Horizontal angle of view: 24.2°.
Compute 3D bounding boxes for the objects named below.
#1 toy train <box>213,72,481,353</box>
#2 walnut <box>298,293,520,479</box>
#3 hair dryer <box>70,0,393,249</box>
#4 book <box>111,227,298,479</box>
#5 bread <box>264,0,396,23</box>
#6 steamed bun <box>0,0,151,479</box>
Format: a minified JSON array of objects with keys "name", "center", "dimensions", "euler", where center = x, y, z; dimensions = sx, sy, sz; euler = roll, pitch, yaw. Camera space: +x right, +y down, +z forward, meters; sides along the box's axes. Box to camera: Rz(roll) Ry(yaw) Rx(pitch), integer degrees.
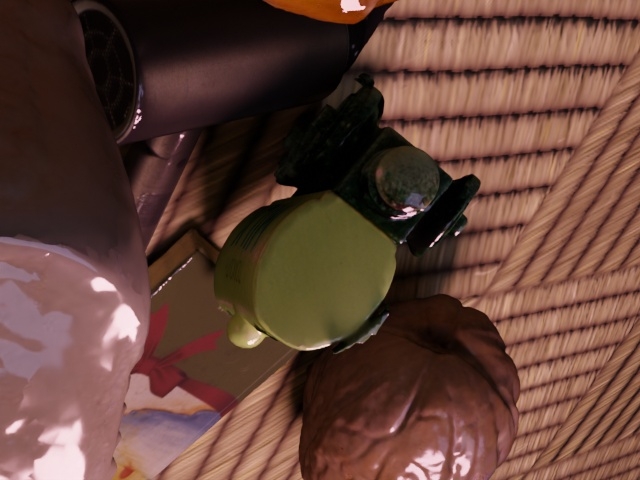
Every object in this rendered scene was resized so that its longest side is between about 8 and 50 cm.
[{"name":"toy train","center":[0.000,0.000,0.872],"dimensions":[0.157,0.105,0.253],"euler":[-52,-172,-6]},{"name":"walnut","center":[0.061,0.149,1.182],"dimensions":[0.178,0.178,0.230],"euler":[-20,154,-33]},{"name":"hair dryer","center":[-0.076,-0.052,0.863],"dimensions":[0.195,0.078,0.248],"euler":[-15,151,-40]},{"name":"book","center":[-0.151,0.127,1.035],"dimensions":[0.289,0.026,0.201],"euler":[-43,150,1]},{"name":"bread","center":[0.024,-0.229,0.653],"dimensions":[0.268,0.145,0.268],"euler":[-27,144,-22]},{"name":"steamed bun","center":[-0.232,0.063,0.652],"dimensions":[0.236,0.247,0.383],"euler":[2,133,-24]}]
